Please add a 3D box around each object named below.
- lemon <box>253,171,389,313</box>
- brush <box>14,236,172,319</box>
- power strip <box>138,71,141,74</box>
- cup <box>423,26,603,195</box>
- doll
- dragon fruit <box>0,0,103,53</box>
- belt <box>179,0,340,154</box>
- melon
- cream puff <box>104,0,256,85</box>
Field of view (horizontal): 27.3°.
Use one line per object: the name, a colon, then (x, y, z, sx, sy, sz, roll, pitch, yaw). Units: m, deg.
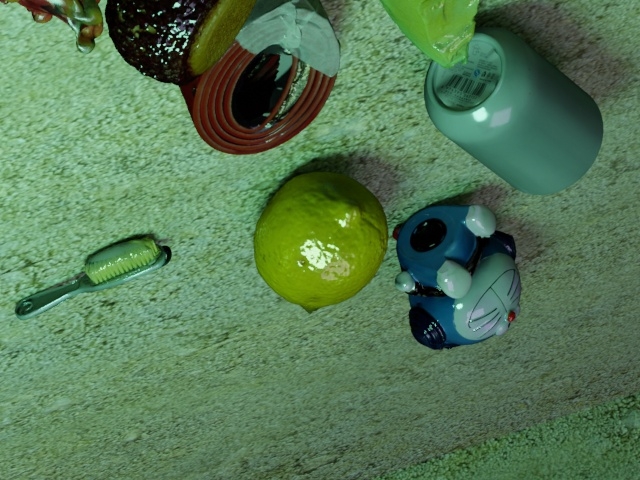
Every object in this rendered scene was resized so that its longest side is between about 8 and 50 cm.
lemon: (0.005, -0.005, 2.272, 0.228, 0.228, 0.253, 5, 141, -39)
brush: (-0.403, 0.059, 2.276, 0.297, 0.068, 0.060, -23, 130, 4)
power strip: (-0.249, -0.275, 1.877, 0.055, 0.035, 0.083, -11, 135, -20)
cup: (0.315, -0.217, 2.170, 0.205, 0.205, 0.312, -35, 147, 20)
doll: (0.272, 0.074, 2.588, 0.284, 0.240, 0.310, -52, 135, -12)
dragon fruit: (-0.335, -0.327, 1.630, 0.133, 0.208, 0.150, -23, -164, 25)
belt: (-0.093, -0.264, 1.909, 0.227, 0.115, 0.324, -11, 147, -21)
melon: (0.166, -0.374, 1.905, 0.196, 0.124, 0.323, -19, 156, -4)
cream puff: (-0.177, -0.320, 1.675, 0.239, 0.165, 0.239, -57, 174, -9)
